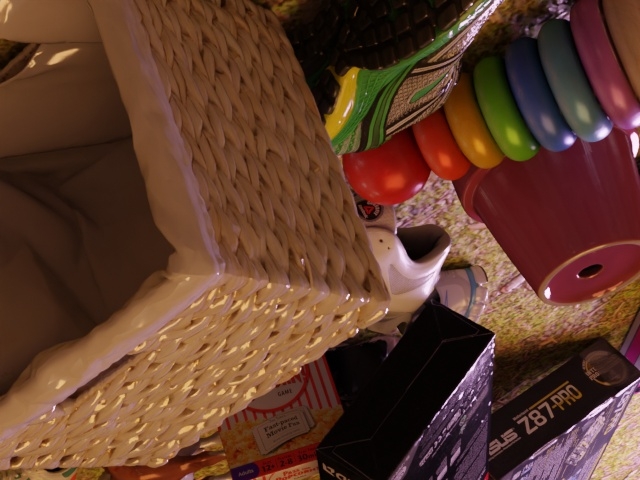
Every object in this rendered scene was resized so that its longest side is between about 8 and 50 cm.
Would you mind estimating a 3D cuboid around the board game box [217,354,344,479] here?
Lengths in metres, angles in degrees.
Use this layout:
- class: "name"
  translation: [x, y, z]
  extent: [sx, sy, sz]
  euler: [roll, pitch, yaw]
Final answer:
- class: "board game box"
  translation: [-0.054, 0.189, 1.812]
  extent: [0.147, 0.193, 0.045]
  euler: [-17, 148, -6]

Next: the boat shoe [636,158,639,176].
- class: "boat shoe"
  translation: [0.388, -0.048, 1.815]
  extent: [0.083, 0.065, 0.183]
  euler: [-2, 141, -24]

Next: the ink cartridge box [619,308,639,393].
- class: "ink cartridge box"
  translation: [0.533, 0.091, 2.147]
  extent: [0.176, 0.069, 0.371]
  euler: [-13, 149, -11]

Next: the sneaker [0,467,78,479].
- class: "sneaker"
  translation: [-0.380, 0.291, 1.952]
  extent: [0.161, 0.057, 0.075]
  euler: [1, 129, -30]

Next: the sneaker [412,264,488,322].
- class: "sneaker"
  translation: [0.142, 0.113, 1.903]
  extent: [0.083, 0.071, 0.190]
  euler: [4, 114, -15]

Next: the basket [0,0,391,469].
- class: "basket"
  translation: [-0.174, -0.018, 1.257]
  extent: [0.328, 0.331, 0.266]
  euler: [-36, 153, 28]

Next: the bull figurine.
- class: "bull figurine"
  translation: [-0.191, 0.283, 1.936]
  extent: [0.188, 0.101, 0.310]
  euler: [-17, 168, -10]

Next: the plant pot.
- class: "plant pot"
  translation: [0.256, -0.039, 1.621]
  extent: [0.201, 0.180, 0.201]
  euler: [-16, 152, -9]

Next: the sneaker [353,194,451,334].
- class: "sneaker"
  translation: [0.000, 0.000, 1.624]
  extent: [0.331, 0.122, 0.146]
  euler: [10, 123, -42]

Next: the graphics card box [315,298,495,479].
- class: "graphics card box"
  translation: [0.104, 0.262, 1.796]
  extent: [0.233, 0.094, 0.371]
  euler: [-50, 156, -25]

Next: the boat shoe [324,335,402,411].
- class: "boat shoe"
  translation: [0.069, 0.192, 2.004]
  extent: [0.158, 0.127, 0.340]
  euler: [-6, 161, 21]

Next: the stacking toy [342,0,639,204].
- class: "stacking toy"
  translation: [0.173, -0.125, 1.494]
  extent: [0.330, 0.141, 0.141]
  euler: [-22, 152, 20]

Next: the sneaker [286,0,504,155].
- class: "sneaker"
  translation: [0.074, -0.186, 1.334]
  extent: [0.146, 0.134, 0.343]
  euler: [-6, 158, -36]

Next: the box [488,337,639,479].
- class: "box"
  translation: [0.283, 0.354, 2.241]
  extent: [0.318, 0.097, 0.395]
  euler: [-27, 149, -31]
